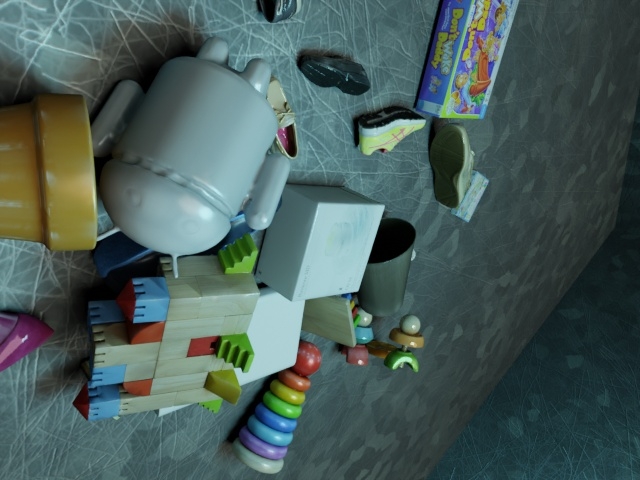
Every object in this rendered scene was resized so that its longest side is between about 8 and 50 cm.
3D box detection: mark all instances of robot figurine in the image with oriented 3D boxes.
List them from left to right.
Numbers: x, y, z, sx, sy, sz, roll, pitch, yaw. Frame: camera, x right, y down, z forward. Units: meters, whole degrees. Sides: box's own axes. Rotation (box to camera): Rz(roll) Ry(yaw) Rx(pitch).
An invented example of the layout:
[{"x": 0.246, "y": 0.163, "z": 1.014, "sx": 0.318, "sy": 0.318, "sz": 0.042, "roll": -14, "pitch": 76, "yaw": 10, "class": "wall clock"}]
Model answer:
[{"x": -0.194, "y": -0.128, "z": 0.784, "sx": 0.200, "sy": 0.300, "sz": 0.353, "roll": 123, "pitch": -9, "yaw": -75, "class": "robot figurine"}]

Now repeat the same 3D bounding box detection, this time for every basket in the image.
[{"x": 0.160, "y": 0.083, "z": 1.380, "sx": 0.204, "sy": 0.154, "sz": 0.226, "roll": -32, "pitch": 137, "yaw": -29, "class": "basket"}]

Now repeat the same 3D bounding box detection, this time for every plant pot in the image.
[{"x": -0.394, "y": -0.083, "z": 0.650, "sx": 0.188, "sy": 0.205, "sz": 0.205, "roll": -5, "pitch": 118, "yaw": -28, "class": "plant pot"}]

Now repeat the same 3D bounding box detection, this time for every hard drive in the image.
[{"x": -0.195, "y": 0.228, "z": 1.143, "sx": 0.353, "sy": 0.047, "sz": 0.232, "roll": -11, "pitch": 121, "yaw": -38, "class": "hard drive"}]

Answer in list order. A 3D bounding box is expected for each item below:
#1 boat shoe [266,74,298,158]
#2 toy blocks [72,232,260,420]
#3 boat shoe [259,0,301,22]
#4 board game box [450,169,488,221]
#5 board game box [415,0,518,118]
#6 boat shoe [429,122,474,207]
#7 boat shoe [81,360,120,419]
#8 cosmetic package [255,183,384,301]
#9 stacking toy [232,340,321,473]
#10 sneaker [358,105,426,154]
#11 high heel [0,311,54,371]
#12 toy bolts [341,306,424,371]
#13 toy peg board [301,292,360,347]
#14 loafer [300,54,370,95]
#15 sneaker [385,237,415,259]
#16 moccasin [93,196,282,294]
[{"x": -0.073, "y": -0.233, "z": 0.995, "sx": 0.063, "sy": 0.059, "sz": 0.170, "roll": -37, "pitch": 136, "yaw": -26, "class": "boat shoe"}, {"x": -0.271, "y": 0.165, "z": 0.874, "sx": 0.261, "sy": 0.190, "sz": 0.381, "roll": 0, "pitch": 130, "yaw": -30, "class": "toy blocks"}, {"x": -0.084, "y": -0.455, "z": 0.835, "sx": 0.065, "sy": 0.075, "sz": 0.206, "roll": -44, "pitch": 143, "yaw": -24, "class": "boat shoe"}, {"x": 0.488, "y": -0.144, "z": 1.688, "sx": 0.103, "sy": 0.026, "sz": 0.154, "roll": 19, "pitch": 99, "yaw": -51, "class": "board game box"}, {"x": 0.376, "y": -0.488, "z": 1.303, "sx": 0.233, "sy": 0.078, "sz": 0.347, "roll": -13, "pitch": 123, "yaw": -45, "class": "board game box"}, {"x": 0.383, "y": -0.224, "z": 1.466, "sx": 0.098, "sy": 0.109, "sz": 0.302, "roll": -48, "pitch": 146, "yaw": -24, "class": "boat shoe"}, {"x": -0.394, "y": 0.276, "z": 0.965, "sx": 0.049, "sy": 0.056, "sz": 0.152, "roll": -30, "pitch": 132, "yaw": -26, "class": "boat shoe"}, {"x": 0.000, "y": 0.000, "z": 1.160, "sx": 0.225, "sy": 0.138, "sz": 0.224, "roll": -3, "pitch": 114, "yaw": -45, "class": "cosmetic package"}, {"x": -0.099, "y": 0.413, "z": 1.327, "sx": 0.141, "sy": 0.141, "sz": 0.330, "roll": 29, "pitch": 84, "yaw": -51, "class": "stacking toy"}, {"x": 0.166, "y": -0.259, "z": 1.235, "sx": 0.209, "sy": 0.081, "sz": 0.094, "roll": -19, "pitch": 134, "yaw": -31, "class": "sneaker"}, {"x": -0.515, "y": 0.221, "z": 0.781, "sx": 0.117, "sy": 0.082, "sz": 0.244, "roll": 33, "pitch": 74, "yaw": -42, "class": "high heel"}, {"x": 0.171, "y": 0.274, "z": 1.527, "sx": 0.229, "sy": 0.218, "sz": 0.158, "roll": 9, "pitch": 94, "yaw": -16, "class": "toy bolts"}, {"x": 0.021, "y": 0.163, "z": 1.280, "sx": 0.079, "sy": 0.161, "sz": 0.160, "roll": -52, "pitch": 144, "yaw": -39, "class": "toy peg board"}, {"x": 0.028, "y": -0.347, "z": 1.049, "sx": 0.170, "sy": 0.062, "sz": 0.061, "roll": 7, "pitch": 69, "yaw": -42, "class": "loafer"}, {"x": 0.210, "y": 0.002, "z": 1.466, "sx": 0.051, "sy": 0.070, "sz": 0.134, "roll": -45, "pitch": 110, "yaw": -6, "class": "sneaker"}, {"x": -0.227, "y": -0.013, "z": 0.933, "sx": 0.342, "sy": 0.137, "sz": 0.116, "roll": -24, "pitch": 137, "yaw": -18, "class": "moccasin"}]
